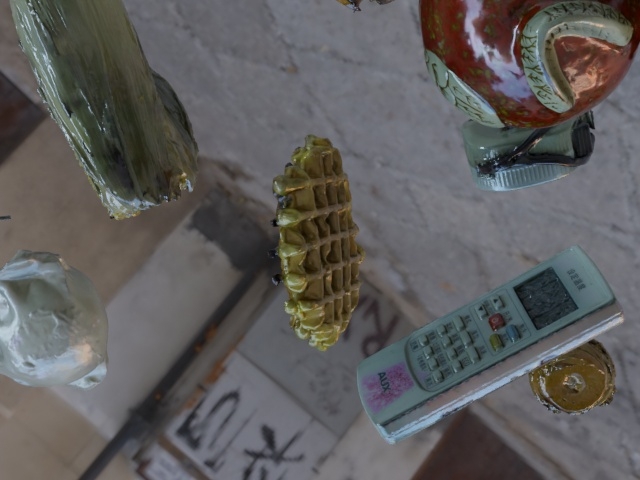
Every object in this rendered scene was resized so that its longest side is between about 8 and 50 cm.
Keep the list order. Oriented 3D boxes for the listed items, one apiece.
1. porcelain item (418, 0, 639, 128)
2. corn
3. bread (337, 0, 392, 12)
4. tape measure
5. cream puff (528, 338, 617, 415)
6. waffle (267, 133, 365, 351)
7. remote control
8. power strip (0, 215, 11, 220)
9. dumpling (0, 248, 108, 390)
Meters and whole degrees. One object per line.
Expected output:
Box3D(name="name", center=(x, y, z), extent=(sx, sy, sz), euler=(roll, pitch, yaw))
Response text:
Box3D(name="porcelain item", center=(0.204, -0.240, 1.143), extent=(0.253, 0.253, 0.253), euler=(35, 162, 13))
Box3D(name="corn", center=(-0.227, -0.162, 1.142), extent=(0.305, 0.122, 0.123), euler=(63, -176, 7))
Box3D(name="bread", center=(0.066, -0.414, 1.520), extent=(0.160, 0.140, 0.169), euler=(63, 149, 4))
Box3D(name="tape measure", center=(0.359, -0.171, 1.823), extent=(0.207, 0.235, 0.115), euler=(-85, -19, -68))
Box3D(name="cream puff", center=(0.375, 0.195, 1.625), extent=(0.133, 0.120, 0.104), euler=(2, -161, -8))
Box3D(name="waffle", center=(0.003, 0.008, 1.637), extent=(0.062, 0.329, 0.329), euler=(-3, 144, 20))
Box3D(name="remote control", center=(0.207, 0.131, 1.388), extent=(0.050, 0.344, 0.145), euler=(57, -172, -30))
Box3D(name="power strip", center=(-0.422, -0.021, 1.243), extent=(0.019, 0.136, 0.051), euler=(123, 137, -54))
Box3D(name="dumpling", center=(-0.381, 0.121, 1.461), extent=(0.147, 0.193, 0.258), euler=(-106, -4, -48))
